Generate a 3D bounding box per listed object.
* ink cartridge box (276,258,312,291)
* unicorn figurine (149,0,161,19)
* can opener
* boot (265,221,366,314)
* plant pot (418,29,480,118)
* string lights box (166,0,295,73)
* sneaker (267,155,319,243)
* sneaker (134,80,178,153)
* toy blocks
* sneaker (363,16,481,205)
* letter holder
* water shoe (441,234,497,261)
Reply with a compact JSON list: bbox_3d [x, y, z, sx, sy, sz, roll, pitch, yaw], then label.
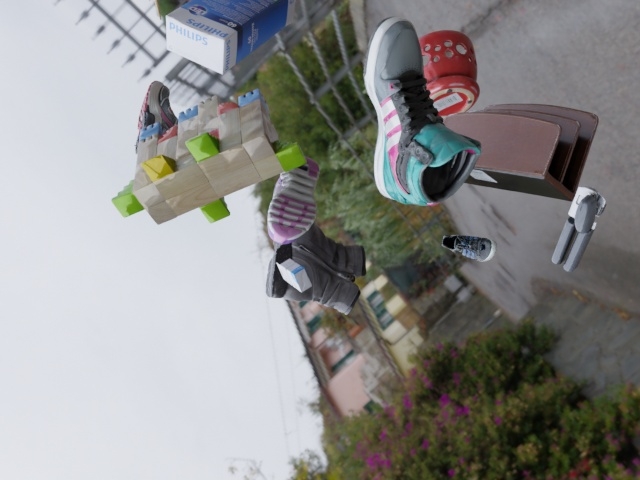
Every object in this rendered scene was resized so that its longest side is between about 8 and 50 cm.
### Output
[{"bbox_3d":[-0.056,0.070,1.462,0.083,0.028,0.048,29,146,55],"label":"ink cartridge box"},{"bbox_3d":[-0.310,-0.476,1.212,0.162,0.111,0.060,31,-123,-30],"label":"unicorn figurine"},{"bbox_3d":[0.642,-0.019,1.779,0.076,0.095,0.283,37,146,28],"label":"can opener"},{"bbox_3d":[0.000,0.000,1.672,0.222,0.338,0.118,11,165,-12],"label":"boot"},{"bbox_3d":[0.326,-0.428,1.860,0.191,0.191,0.174,34,-137,-57],"label":"plant pot"},{"bbox_3d":[-0.170,-0.436,1.375,0.133,0.260,0.077,27,138,15],"label":"string lights box"},{"bbox_3d":[-0.063,-0.071,1.450,0.095,0.104,0.236,23,-136,-12],"label":"sneaker"},{"bbox_3d":[-0.412,-0.303,1.817,0.112,0.121,0.299,13,-141,-22],"label":"sneaker"},{"bbox_3d":[-0.235,-0.197,1.472,0.261,0.381,0.191,-101,-14,-50],"label":"toy blocks"},{"bbox_3d":[0.155,-0.177,1.053,0.178,0.123,0.296,32,137,50],"label":"sneaker"},{"bbox_3d":[0.434,-0.233,1.577,0.301,0.214,0.152,17,175,45],"label":"letter holder"},{"bbox_3d":[0.446,0.020,2.128,0.080,0.073,0.203,11,177,-27],"label":"water shoe"}]
